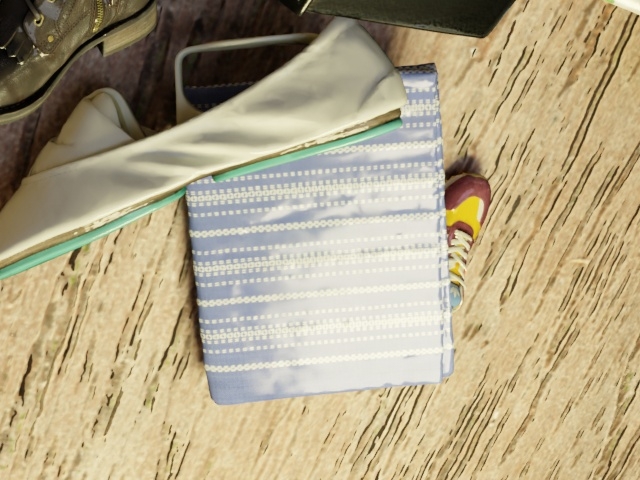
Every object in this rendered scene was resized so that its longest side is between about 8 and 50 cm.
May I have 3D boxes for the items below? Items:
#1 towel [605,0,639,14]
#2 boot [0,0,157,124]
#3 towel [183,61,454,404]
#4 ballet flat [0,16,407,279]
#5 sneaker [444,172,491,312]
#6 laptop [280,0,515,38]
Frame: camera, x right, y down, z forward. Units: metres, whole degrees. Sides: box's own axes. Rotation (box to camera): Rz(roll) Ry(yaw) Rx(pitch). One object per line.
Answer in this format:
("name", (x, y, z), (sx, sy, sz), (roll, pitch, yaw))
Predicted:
("towel", (0.272, -0.341, 1.526), (0.325, 0.038, 0.248), (19, 108, -13))
("boot", (-0.203, -0.224, 1.261), (0.263, 0.091, 0.229), (-39, 153, -38))
("towel", (0.000, 0.000, 1.602), (0.243, 0.040, 0.336), (-6, 116, -4))
("ballet flat", (-0.126, -0.091, 1.469), (0.400, 0.139, 0.139), (-21, 127, 0))
("sneaker", (0.125, 0.024, 1.700), (0.069, 0.084, 0.185), (17, 110, -35))
("laptop", (0.066, -0.389, 1.373), (0.408, 0.236, 0.382), (36, 117, -4))
